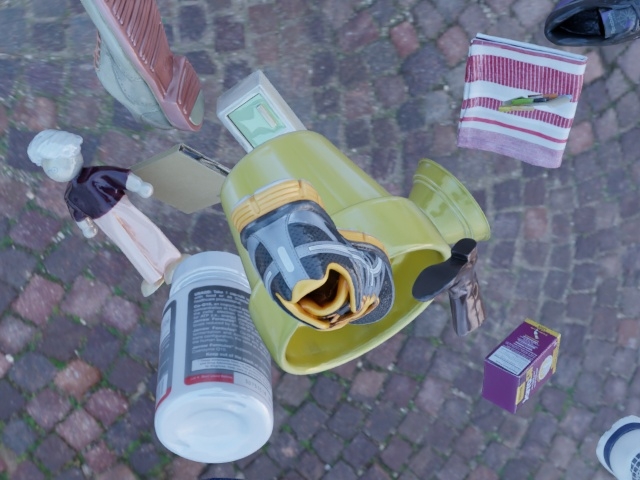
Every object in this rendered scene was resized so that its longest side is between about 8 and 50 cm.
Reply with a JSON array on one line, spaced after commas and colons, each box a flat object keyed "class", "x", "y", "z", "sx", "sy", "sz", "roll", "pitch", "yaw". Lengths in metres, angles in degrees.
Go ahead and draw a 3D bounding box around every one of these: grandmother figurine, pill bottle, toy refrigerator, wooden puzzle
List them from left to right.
[{"class": "grandmother figurine", "x": -0.374, "y": -0.060, "z": 1.714, "sx": 0.207, "sy": 0.104, "sz": 0.342, "roll": -32, "pitch": 110, "yaw": 28}, {"class": "pill bottle", "x": -0.151, "y": 0.159, "z": 1.402, "sx": 0.161, "sy": 0.283, "sz": 0.161, "roll": -2, "pitch": 132, "yaw": -3}, {"class": "toy refrigerator", "x": -0.075, "y": -0.179, "z": 1.837, "sx": 0.102, "sy": 0.094, "sz": 0.269, "roll": -32, "pitch": 117, "yaw": 14}, {"class": "wooden puzzle", "x": 0.291, "y": -0.190, "z": 1.317, "sx": 0.116, "sy": 0.078, "sz": 0.014, "roll": -27, "pitch": 117, "yaw": -56}]

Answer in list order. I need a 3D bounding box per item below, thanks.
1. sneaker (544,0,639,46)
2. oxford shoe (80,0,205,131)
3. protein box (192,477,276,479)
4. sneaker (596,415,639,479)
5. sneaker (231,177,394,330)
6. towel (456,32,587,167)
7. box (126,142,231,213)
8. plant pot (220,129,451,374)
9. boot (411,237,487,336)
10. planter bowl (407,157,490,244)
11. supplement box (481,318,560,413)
[{"class": "sneaker", "x": 0.457, "y": -0.318, "z": 1.380, "sx": 0.124, "sy": 0.283, "sz": 0.107, "roll": -39, "pitch": 115, "yaw": -45}, {"class": "oxford shoe", "x": -0.332, "y": -0.314, "z": 1.627, "sx": 0.397, "sy": 0.146, "sz": 0.141, "roll": 64, "pitch": 29, "yaw": -49}, {"class": "protein box", "x": -0.098, "y": 0.326, "z": 1.022, "sx": 0.201, "sy": 0.199, "sz": 0.136, "roll": 15, "pitch": 72, "yaw": -59}, {"class": "sneaker", "x": 0.404, "y": 0.286, "z": 1.066, "sx": 0.235, "sy": 0.095, "sz": 0.090, "roll": 33, "pitch": 93, "yaw": -21}, {"class": "sneaker", "x": 0.004, "y": 0.033, "z": 0.732, "sx": 0.084, "sy": 0.083, "sz": 0.215, "roll": -32, "pitch": 150, "yaw": 14}, {"class": "towel", "x": 0.414, "y": -0.284, "z": 2.044, "sx": 0.237, "sy": 0.329, "sz": 0.037, "roll": 14, "pitch": 57, "yaw": 12}, {"class": "box", "x": -0.246, "y": -0.108, "z": 1.757, "sx": 0.164, "sy": 0.201, "sz": 0.021, "roll": 28, "pitch": 62, "yaw": -35}, {"class": "plant pot", "x": 0.000, "y": 0.000, "z": 1.224, "sx": 0.254, "sy": 0.239, "sz": 0.254, "roll": -26, "pitch": 153, "yaw": -14}, {"class": "boot", "x": 0.143, "y": 0.069, "z": 1.049, "sx": 0.106, "sy": 0.037, "sz": 0.114, "roll": -38, "pitch": 135, "yaw": -29}, {"class": "planter bowl", "x": 0.242, "y": -0.057, "z": 2.002, "sx": 0.090, "sy": 0.217, "sz": 0.217, "roll": -39, "pitch": 112, "yaw": -10}, {"class": "supplement box", "x": 0.206, "y": 0.128, "z": 0.999, "sx": 0.083, "sy": 0.043, "sz": 0.055, "roll": -35, "pitch": 138, "yaw": -36}]
